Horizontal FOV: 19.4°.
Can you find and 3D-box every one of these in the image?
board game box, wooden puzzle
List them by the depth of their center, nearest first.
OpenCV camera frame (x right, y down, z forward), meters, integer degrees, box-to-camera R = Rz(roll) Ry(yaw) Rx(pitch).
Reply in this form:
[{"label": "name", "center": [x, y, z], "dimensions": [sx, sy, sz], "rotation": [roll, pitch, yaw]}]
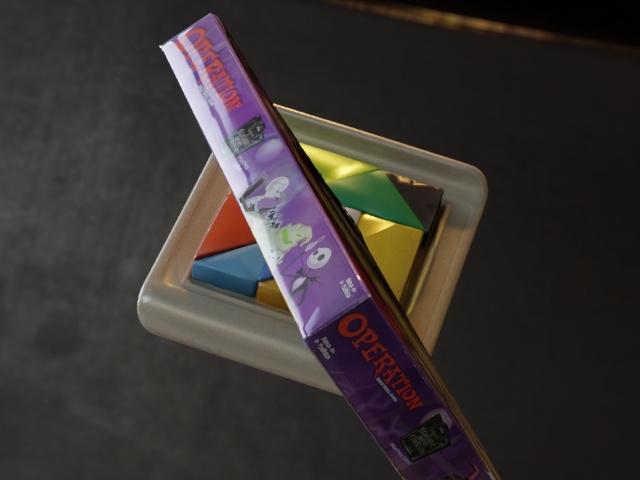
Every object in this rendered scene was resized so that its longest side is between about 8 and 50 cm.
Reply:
[{"label": "board game box", "center": [0.008, 0.019, 1.118], "dimensions": [0.208, 0.056, 0.347], "rotation": [51, 7, -35]}, {"label": "wooden puzzle", "center": [0.000, 0.000, 1.446], "dimensions": [0.221, 0.239, 0.044], "rotation": [18, -38, 6]}]
